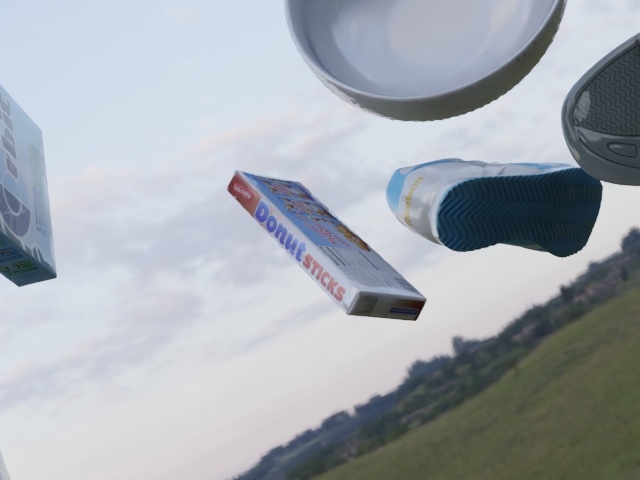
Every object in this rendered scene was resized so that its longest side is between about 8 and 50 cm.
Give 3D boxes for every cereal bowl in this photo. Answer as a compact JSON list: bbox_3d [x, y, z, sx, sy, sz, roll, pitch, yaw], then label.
[{"bbox_3d":[0.135,-0.288,1.196,0.339,0.339,0.141,-26,-26,7],"label":"cereal bowl"}]

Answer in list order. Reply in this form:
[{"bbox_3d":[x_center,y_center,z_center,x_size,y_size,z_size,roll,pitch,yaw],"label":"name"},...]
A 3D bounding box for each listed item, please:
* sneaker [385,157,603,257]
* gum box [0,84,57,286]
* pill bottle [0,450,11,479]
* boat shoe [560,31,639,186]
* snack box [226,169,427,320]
[{"bbox_3d":[0.163,-0.037,0.872,0.228,0.087,0.092,3,16,-38],"label":"sneaker"},{"bbox_3d":[-0.282,-0.064,0.830,0.041,0.157,0.184,-13,-22,4],"label":"gum box"},{"bbox_3d":[-0.262,0.195,0.533,0.210,0.210,0.363,-20,25,-21],"label":"pill bottle"},{"bbox_3d":[0.325,-0.123,0.669,0.320,0.118,0.103,-25,-8,28],"label":"boat shoe"},{"bbox_3d":[0.000,0.000,0.706,0.064,0.178,0.022,8,-65,-39],"label":"snack box"}]
